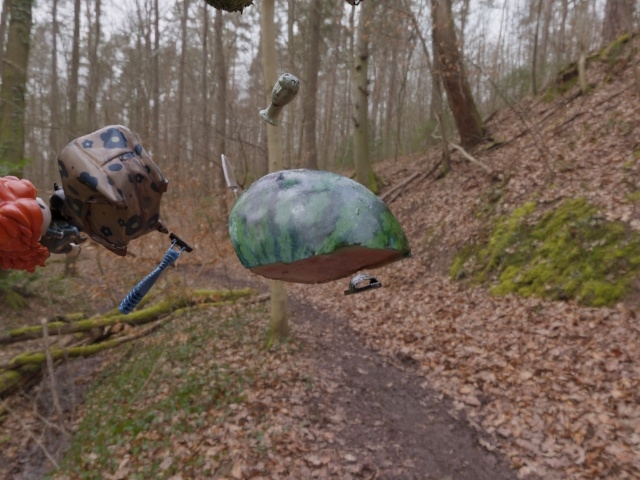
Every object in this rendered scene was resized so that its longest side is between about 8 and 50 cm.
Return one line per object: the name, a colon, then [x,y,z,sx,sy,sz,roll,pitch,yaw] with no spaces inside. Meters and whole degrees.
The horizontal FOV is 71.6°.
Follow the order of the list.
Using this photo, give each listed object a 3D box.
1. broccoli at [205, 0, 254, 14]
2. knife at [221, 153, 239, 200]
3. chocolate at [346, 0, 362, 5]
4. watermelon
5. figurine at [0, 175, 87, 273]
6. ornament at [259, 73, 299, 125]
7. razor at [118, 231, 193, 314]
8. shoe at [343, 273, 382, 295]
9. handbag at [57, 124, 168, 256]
broccoli: [-0.250,-0.827,1.195,0.274,0.353,0.397,-2,-27,-31]
knife: [-0.293,-0.183,1.485,0.022,0.256,0.046,-31,-24,28]
chocolate: [-0.026,-0.616,0.937,0.329,0.065,0.102,34,27,-14]
watermelon: [-0.019,-0.007,0.913,0.292,0.319,0.222,-28,11,26]
figurine: [-0.843,-0.054,1.330,0.306,0.241,0.411,-43,-9,24]
ornament: [-0.124,-0.440,1.373,0.075,0.156,0.081,44,28,7]
razor: [-0.461,0.096,1.224,0.082,0.253,0.042,46,-19,-25]
shoe: [0.106,0.118,1.211,0.071,0.049,0.179,-10,-8,-18]
handbag: [-0.460,-0.104,1.019,0.193,0.252,0.190,40,51,13]
